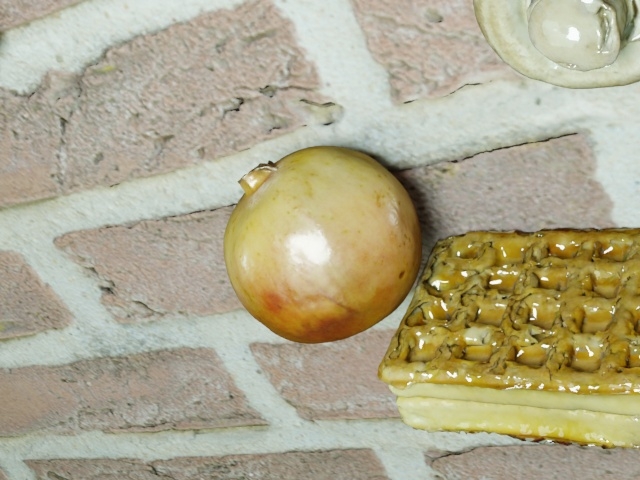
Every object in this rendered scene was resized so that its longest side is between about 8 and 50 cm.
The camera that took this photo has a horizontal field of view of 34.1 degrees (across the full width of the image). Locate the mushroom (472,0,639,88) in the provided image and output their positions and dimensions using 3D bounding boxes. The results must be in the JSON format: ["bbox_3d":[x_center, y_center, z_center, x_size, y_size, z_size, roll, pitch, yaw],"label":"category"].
[{"bbox_3d":[0.187,-0.182,0.738,0.166,0.127,0.166,12,128,16],"label":"mushroom"}]

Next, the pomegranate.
[{"bbox_3d":[0.002,0.001,0.971,0.191,0.191,0.191,14,135,14],"label":"pomegranate"}]

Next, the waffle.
[{"bbox_3d":[0.224,0.079,0.905,0.308,0.213,0.091,-1,126,29],"label":"waffle"}]
